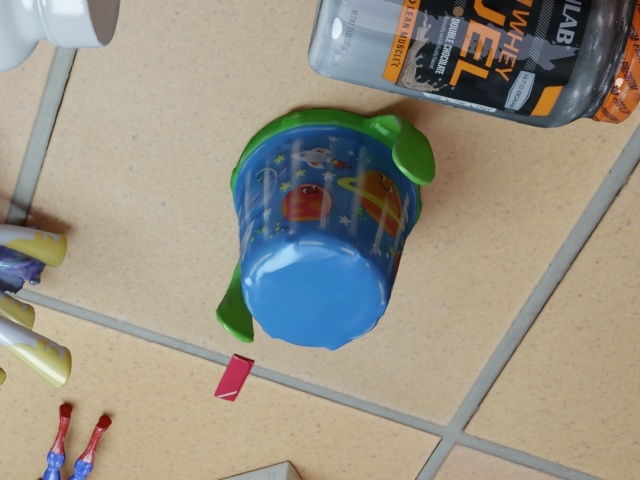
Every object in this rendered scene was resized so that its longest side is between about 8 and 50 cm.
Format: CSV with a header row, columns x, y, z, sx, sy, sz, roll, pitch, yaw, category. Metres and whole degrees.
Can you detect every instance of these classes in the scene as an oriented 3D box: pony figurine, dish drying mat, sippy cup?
x,y,z,sx,sy,sz,roll,pitch,yaw,category
-0.481,0.012,1.563,0.363,0.351,0.303,23,131,-35,pony figurine
-0.121,0.193,1.839,0.032,0.008,0.083,21,126,-9,dish drying mat
0.000,0.000,1.549,0.240,0.224,0.305,6,128,1,sippy cup

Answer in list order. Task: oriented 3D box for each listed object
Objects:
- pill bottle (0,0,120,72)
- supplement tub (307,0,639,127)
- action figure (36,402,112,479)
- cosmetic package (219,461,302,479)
x,y,z,sx,sy,sz,roll,pitch,yaw,category
-0.424,-0.289,1.365,0.408,0.229,0.229,1,127,4,pill bottle
0.169,-0.237,1.368,0.338,0.207,0.207,12,127,-5,supplement tub
-0.382,0.366,1.952,0.091,0.139,0.280,19,104,-6,action figure
-0.102,0.448,1.939,0.184,0.151,0.151,-18,124,18,cosmetic package
